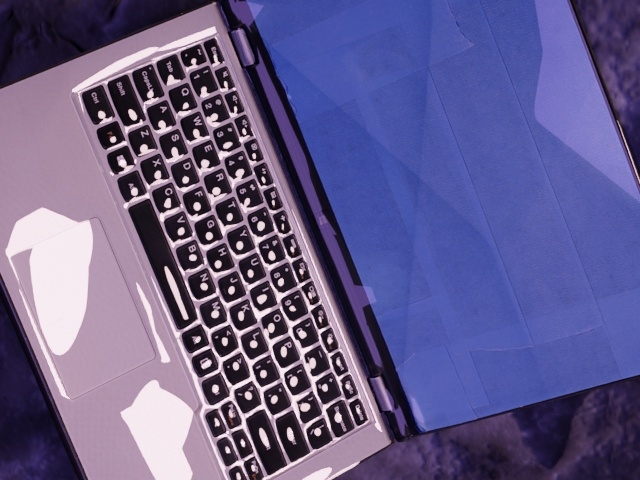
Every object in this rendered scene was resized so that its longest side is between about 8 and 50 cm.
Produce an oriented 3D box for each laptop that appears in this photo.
[{"bbox_3d":[0.000,0.000,1.419,0.236,0.408,0.382,-9,105,60],"label":"laptop"}]
